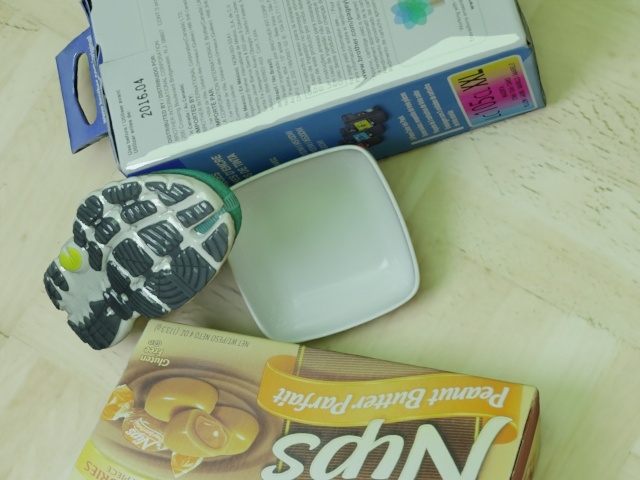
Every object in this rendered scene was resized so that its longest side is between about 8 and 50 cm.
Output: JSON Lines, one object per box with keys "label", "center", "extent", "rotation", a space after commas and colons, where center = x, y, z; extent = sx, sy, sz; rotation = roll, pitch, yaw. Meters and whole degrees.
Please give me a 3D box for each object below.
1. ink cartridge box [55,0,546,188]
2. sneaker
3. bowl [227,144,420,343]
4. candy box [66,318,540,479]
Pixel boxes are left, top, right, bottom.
{"label": "ink cartridge box", "center": [-0.044, -0.187, 1.293], "extent": [0.396, 0.151, 0.270], "rotation": [-17, 69, 8]}
{"label": "sneaker", "center": [-0.131, -0.004, 1.210], "extent": [0.110, 0.275, 0.107], "rotation": [-42, 97, -30]}
{"label": "bowl", "center": [0.000, 0.000, 1.254], "extent": [0.142, 0.053, 0.142], "rotation": [-20, 100, 9]}
{"label": "candy box", "center": [-0.011, 0.174, 1.169], "extent": [0.317, 0.087, 0.183], "rotation": [10, 49, 17]}
